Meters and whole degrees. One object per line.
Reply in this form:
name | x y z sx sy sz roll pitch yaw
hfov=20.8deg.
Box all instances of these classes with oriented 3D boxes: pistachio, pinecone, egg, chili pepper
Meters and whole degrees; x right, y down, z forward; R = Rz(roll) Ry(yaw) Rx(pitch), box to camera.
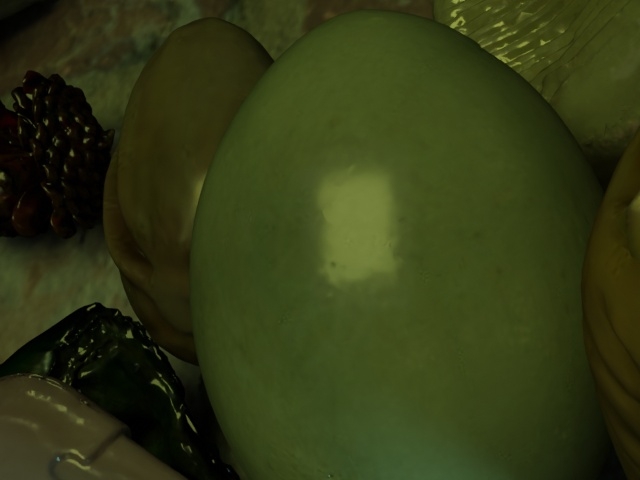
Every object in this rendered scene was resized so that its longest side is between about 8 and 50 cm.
pistachio | -0.047 -0.027 0.902 0.206 0.131 0.129 -93 28 -47
pinecone | -0.169 -0.041 1.021 0.109 0.102 0.102 -37 44 41
egg | 0.038 0.025 0.745 0.186 0.186 0.253 -14 89 21
chili pepper | -0.128 0.168 0.867 0.148 0.116 0.264 -15 54 35

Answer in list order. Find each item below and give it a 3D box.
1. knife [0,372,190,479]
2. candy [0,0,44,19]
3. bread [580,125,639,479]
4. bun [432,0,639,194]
knife | -0.019 0.173 0.767 0.398 0.038 0.132 32 57 19
candy | -0.279 -0.219 1.122 0.195 0.137 0.185 -29 56 -21
bread | 0.263 -0.025 0.600 0.250 0.394 0.361 26 73 21
bun | 0.160 -0.118 0.853 0.231 0.133 0.231 -33 45 41
